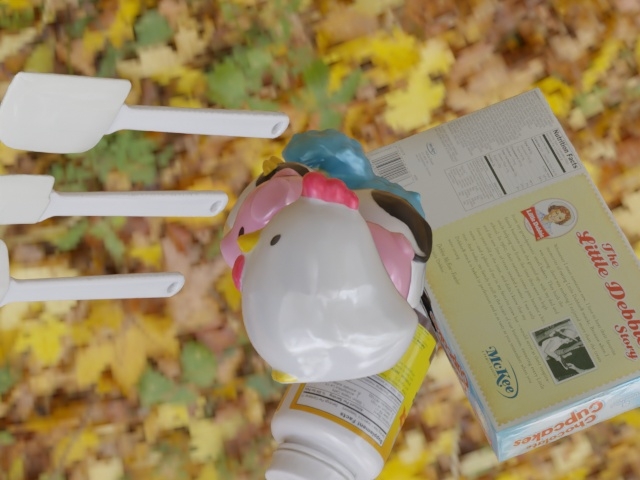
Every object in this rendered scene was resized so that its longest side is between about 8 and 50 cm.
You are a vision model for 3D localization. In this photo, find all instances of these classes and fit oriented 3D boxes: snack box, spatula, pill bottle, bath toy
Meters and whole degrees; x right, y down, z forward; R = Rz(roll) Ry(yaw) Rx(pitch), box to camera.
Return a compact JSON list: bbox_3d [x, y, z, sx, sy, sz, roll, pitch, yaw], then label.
[{"bbox_3d":[0.179,0.023,1.641,0.187,0.322,0.060,-21,147,-6],"label":"snack box"},{"bbox_3d":[-0.122,-0.019,0.982,0.242,0.019,0.168,-2,129,-58],"label":"spatula"},{"bbox_3d":[0.028,0.152,1.772,0.117,0.215,0.117,23,157,10],"label":"pill bottle"},{"bbox_3d":[0.000,0.000,1.248,0.151,0.348,0.129,-4,100,4],"label":"bath toy"}]
